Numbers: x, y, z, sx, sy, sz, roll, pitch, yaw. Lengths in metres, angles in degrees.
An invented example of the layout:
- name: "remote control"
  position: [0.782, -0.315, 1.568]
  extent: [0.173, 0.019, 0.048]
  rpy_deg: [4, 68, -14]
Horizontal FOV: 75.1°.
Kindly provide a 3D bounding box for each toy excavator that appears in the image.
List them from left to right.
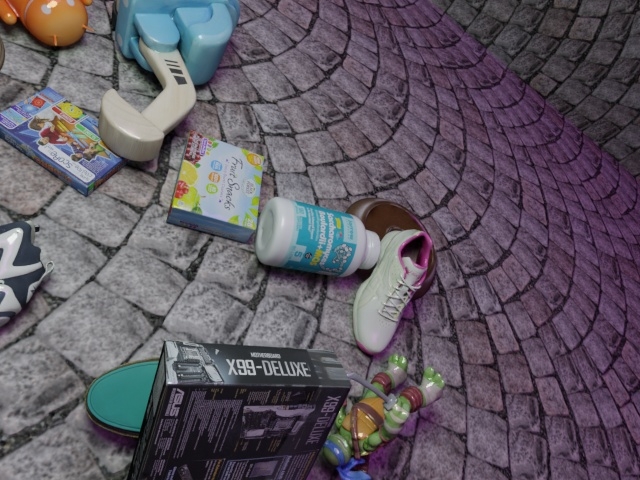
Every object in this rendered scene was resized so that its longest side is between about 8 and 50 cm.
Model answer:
- name: "toy excavator"
  position: [-0.328, -0.420, 0.925]
  extent: [0.432, 0.222, 0.445]
  rpy_deg: [-25, 81, -39]

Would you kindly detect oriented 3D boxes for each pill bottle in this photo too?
- name: "pill bottle"
  position: [0.000, 0.000, 0.923]
  extent: [0.264, 0.146, 0.146]
  rpy_deg: [11, 58, -27]

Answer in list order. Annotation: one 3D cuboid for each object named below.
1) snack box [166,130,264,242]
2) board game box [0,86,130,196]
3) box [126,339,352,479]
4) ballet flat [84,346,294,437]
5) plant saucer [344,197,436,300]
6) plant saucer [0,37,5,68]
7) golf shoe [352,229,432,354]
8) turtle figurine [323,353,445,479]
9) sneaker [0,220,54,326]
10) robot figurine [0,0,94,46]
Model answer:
- name: "snack box"
  position: [-0.221, -0.116, 0.903]
  extent: [0.174, 0.070, 0.207]
  rpy_deg: [17, 56, -23]
- name: "board game box"
  position: [-0.488, -0.193, 0.802]
  extent: [0.201, 0.035, 0.136]
  rpy_deg: [37, 49, -8]
- name: "box"
  position: [-0.124, 0.288, 0.578]
  extent: [0.242, 0.308, 0.076]
  rpy_deg: [10, 23, -27]
- name: "ballet flat"
  position: [-0.180, 0.243, 0.674]
  extent: [0.348, 0.123, 0.123]
  rpy_deg: [-6, 64, -8]
- name: "plant saucer"
  position: [0.198, 0.009, 1.109]
  extent: [0.310, 0.050, 0.311]
  rpy_deg: [16, 57, -25]
- name: "plant saucer"
  position: [-0.742, -0.376, 0.750]
  extent: [0.277, 0.041, 0.278]
  rpy_deg: [15, 57, -24]
- name: "golf shoe"
  position: [0.162, 0.105, 0.934]
  extent: [0.115, 0.140, 0.306]
  rpy_deg: [25, 72, -16]
- name: "turtle figurine"
  position: [0.102, 0.277, 0.791]
  extent: [0.266, 0.197, 0.275]
  rpy_deg: [-15, 75, -41]
- name: "sneaker"
  position: [-0.520, 0.003, 0.629]
  extent: [0.235, 0.094, 0.153]
  rpy_deg: [38, 47, -5]
- name: "robot figurine"
  position: [-0.580, -0.503, 0.868]
  extent: [0.219, 0.128, 0.158]
  rpy_deg: [49, 17, 1]
